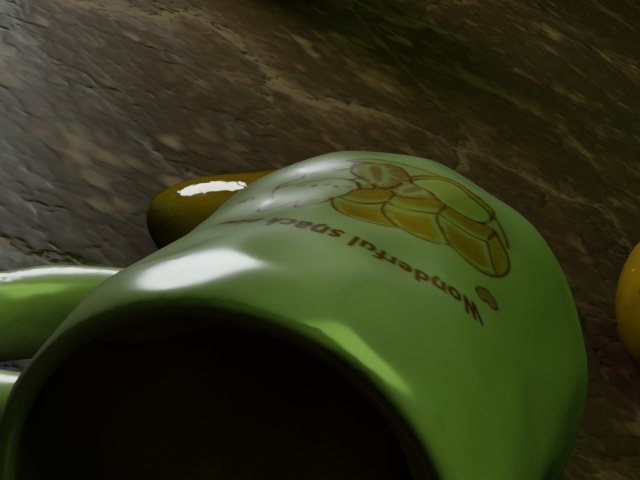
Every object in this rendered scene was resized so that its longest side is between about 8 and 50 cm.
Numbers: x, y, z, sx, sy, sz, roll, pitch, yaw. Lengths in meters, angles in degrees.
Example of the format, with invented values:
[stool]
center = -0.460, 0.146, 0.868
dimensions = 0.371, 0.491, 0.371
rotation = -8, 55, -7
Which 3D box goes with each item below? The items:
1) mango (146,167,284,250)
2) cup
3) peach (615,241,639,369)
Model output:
[mango]
center = 0.000, 0.000, 0.822
dimensions = 0.184, 0.085, 0.102
rotation = 11, 27, -25
[cup]
center = -0.035, 0.074, 0.581
dimensions = 0.202, 0.255, 0.173
rotation = -38, 111, -65
[peach]
center = 0.270, 0.062, 0.978
dimensions = 0.179, 0.103, 0.179
rotation = 22, 26, -11
